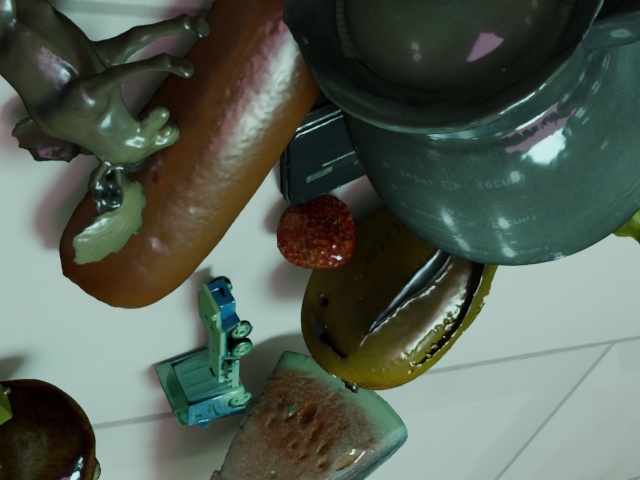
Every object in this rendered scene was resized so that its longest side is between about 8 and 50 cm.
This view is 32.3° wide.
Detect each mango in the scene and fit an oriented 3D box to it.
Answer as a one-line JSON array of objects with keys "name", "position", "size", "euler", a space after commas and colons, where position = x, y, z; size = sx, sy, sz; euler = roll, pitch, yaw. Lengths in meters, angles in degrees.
[{"name": "mango", "position": [0.081, 0.026, 1.027], "size": [0.249, 0.156, 0.151], "euler": [-59, 163, 14]}]

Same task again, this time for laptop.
[{"name": "laptop", "position": [0.062, -0.100, 0.912], "size": [0.207, 0.026, 0.154], "euler": [-26, 165, -10]}]

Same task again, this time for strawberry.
[{"name": "strawberry", "position": [0.000, 0.000, 0.975], "size": [0.073, 0.083, 0.073], "euler": [-12, 128, -16]}]

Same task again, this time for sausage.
[{"name": "sausage", "position": [-0.078, -0.077, 0.801], "size": [0.097, 0.094, 0.348], "euler": [8, 130, -48]}]

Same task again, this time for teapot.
[{"name": "teapot", "position": [0.125, -0.099, 0.656], "size": [0.223, 0.305, 0.285], "euler": [-58, 153, 0]}]

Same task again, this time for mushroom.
[{"name": "mushroom", "position": [-0.260, 0.211, 1.030], "size": [0.227, 0.148, 0.217], "euler": [-34, 167, 20]}]

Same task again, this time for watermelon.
[{"name": "watermelon", "position": [-0.062, 0.245, 1.165], "size": [0.318, 0.148, 0.226], "euler": [-47, 166, 24]}]

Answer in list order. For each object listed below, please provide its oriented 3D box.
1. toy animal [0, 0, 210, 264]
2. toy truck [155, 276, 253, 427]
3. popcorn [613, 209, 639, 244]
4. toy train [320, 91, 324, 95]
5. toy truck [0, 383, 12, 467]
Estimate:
[{"name": "toy animal", "position": [-0.154, -0.094, 0.702], "size": [0.186, 0.094, 0.214], "euler": [-28, 123, 28]}, {"name": "toy truck", "position": [-0.110, 0.108, 1.042], "size": [0.081, 0.067, 0.175], "euler": [-18, 145, -19]}, {"name": "popcorn", "position": [0.333, -0.112, 1.014], "size": [0.235, 0.181, 0.216], "euler": [-44, 144, 9]}, {"name": "toy train", "position": [0.048, -0.156, 0.852], "size": [0.148, 0.038, 0.071], "euler": [-29, 144, -3]}, {"name": "toy truck", "position": [-0.328, 0.111, 0.812], "size": [0.127, 0.127, 0.257], "euler": [-26, 145, -2]}]
